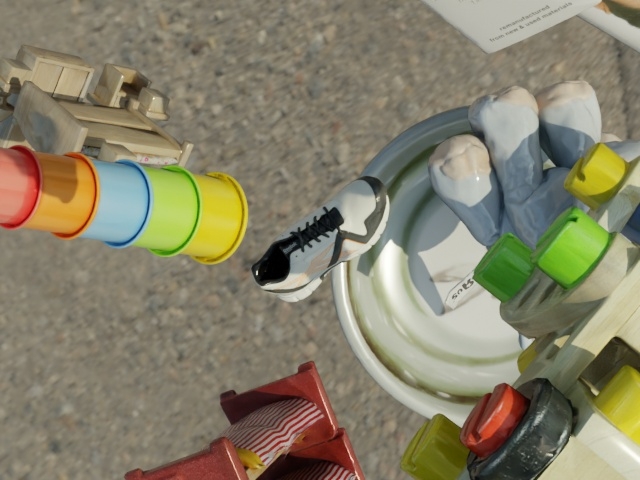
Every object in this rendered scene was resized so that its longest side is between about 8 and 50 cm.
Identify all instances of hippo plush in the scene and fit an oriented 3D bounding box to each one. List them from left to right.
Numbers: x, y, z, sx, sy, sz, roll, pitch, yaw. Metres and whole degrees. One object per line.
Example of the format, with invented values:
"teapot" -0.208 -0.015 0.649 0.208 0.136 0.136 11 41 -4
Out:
"hippo plush" 0.247 -0.029 1.423 0.234 0.236 0.294 29 92 -19

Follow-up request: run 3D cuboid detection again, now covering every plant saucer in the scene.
"plant saucer" 0.212 0.031 1.669 0.400 0.100 0.401 0 96 1

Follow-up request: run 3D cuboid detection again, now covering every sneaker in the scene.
"sneaker" 0.000 0.000 0.865 0.109 0.043 0.040 -46 61 19

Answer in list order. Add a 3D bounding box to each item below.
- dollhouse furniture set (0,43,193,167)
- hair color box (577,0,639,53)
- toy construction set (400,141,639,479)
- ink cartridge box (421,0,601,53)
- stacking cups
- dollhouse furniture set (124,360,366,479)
"dollhouse furniture set" -0.294 -0.107 1.846 0.355 0.303 0.174 38 111 36
"hair color box" 0.209 -0.316 1.135 0.185 0.374 0.114 -45 46 28
"toy construction set" 0.084 0.116 0.598 0.151 0.215 0.328 24 100 -1
"ink cartridge box" 0.061 -0.234 0.746 0.219 0.160 0.092 32 143 -33
"stacking cups" -0.205 -0.044 1.238 0.096 0.316 0.096 -8 77 38
"dollhouse furniture set" -0.163 0.273 1.309 0.374 0.201 0.152 -23 96 26
